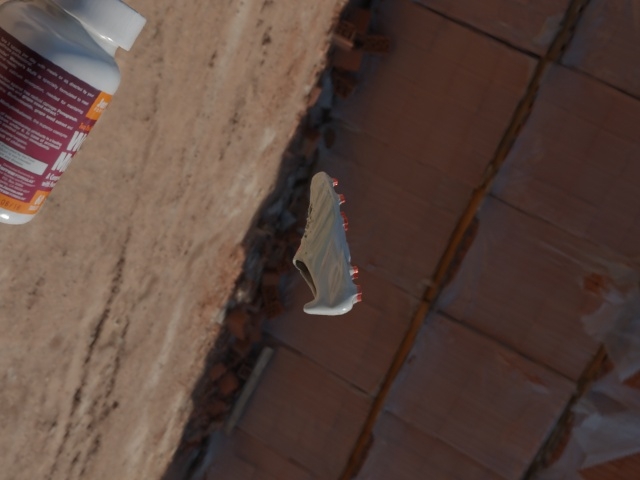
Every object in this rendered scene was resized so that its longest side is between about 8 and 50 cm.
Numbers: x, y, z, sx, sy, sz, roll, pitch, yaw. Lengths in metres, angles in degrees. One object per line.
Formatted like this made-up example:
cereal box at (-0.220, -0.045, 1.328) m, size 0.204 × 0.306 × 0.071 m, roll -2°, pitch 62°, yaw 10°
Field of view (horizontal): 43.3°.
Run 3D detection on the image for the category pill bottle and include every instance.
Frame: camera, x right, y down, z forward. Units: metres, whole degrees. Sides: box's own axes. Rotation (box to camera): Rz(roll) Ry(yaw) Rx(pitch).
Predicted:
pill bottle at (-0.258, -0.135, 0.722) m, size 0.221 × 0.121 × 0.121 m, roll -55°, pitch 170°, yaw 5°

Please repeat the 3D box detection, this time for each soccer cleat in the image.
soccer cleat at (0.000, 0.000, 1.006) m, size 0.068 × 0.076 × 0.196 m, roll 85°, pitch -5°, yaw -63°
